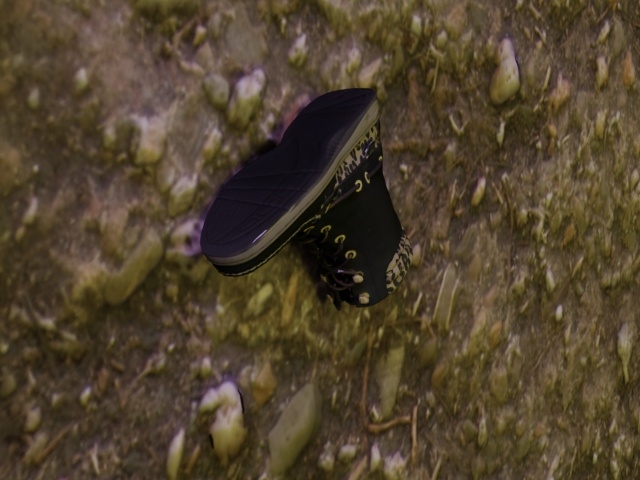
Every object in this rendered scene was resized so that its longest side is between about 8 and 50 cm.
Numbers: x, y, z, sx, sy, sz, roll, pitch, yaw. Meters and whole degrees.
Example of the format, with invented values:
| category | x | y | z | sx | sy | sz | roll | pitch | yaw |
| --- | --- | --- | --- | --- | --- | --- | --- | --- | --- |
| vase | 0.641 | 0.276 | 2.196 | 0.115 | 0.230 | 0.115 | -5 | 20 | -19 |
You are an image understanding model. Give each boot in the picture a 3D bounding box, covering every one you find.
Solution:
| category | x | y | z | sx | sy | sz | roll | pitch | yaw |
| --- | --- | --- | --- | --- | --- | --- | --- | --- | --- |
| boot | 0.002 | 0.000 | 1.079 | 0.236 | 0.085 | 0.179 | -52 | 134 | -41 |
